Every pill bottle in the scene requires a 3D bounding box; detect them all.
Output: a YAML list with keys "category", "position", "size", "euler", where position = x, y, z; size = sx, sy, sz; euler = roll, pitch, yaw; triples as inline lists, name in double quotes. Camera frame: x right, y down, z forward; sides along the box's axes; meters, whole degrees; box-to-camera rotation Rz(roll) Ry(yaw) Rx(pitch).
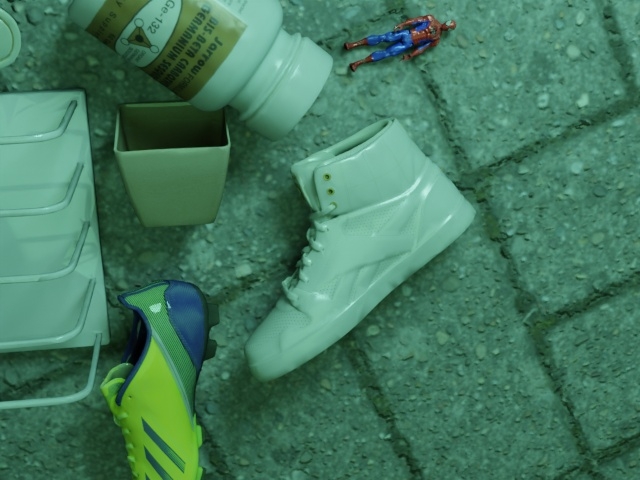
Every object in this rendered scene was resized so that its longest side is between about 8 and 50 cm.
- category: "pill bottle"
  position: [-0.108, -0.197, 1.006]
  size: [0.229, 0.131, 0.131]
  euler: [34, 102, -17]

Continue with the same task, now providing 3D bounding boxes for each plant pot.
- category: "plant pot"
  position: [-0.146, -0.073, 1.065]
  size: [0.109, 0.109, 0.096]
  euler: [-3, 122, -7]

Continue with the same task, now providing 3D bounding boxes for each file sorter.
- category: "file sorter"
  position: [-0.318, 0.011, 1.031]
  size: [0.192, 0.173, 0.278]
  euler: [-4, 110, -6]

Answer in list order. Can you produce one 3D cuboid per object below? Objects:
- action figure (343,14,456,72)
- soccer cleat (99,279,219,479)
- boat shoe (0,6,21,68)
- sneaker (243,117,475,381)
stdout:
- category: "action figure"
  position: [0.083, -0.203, 1.086]
  size: [0.115, 0.030, 0.038]
  euler: [-19, 106, -3]
- category: "soccer cleat"
  position: [-0.183, 0.181, 1.140]
  size: [0.121, 0.093, 0.289]
  euler: [-1, 105, -32]
- category: "boat shoe"
  position: [-0.404, -0.207, 0.992]
  size: [0.254, 0.079, 0.095]
  euler: [2, 111, -6]
- category: "sneaker"
  position: [0.000, 0.000, 1.112]
  size: [0.292, 0.108, 0.169]
  euler: [-41, 108, -3]
